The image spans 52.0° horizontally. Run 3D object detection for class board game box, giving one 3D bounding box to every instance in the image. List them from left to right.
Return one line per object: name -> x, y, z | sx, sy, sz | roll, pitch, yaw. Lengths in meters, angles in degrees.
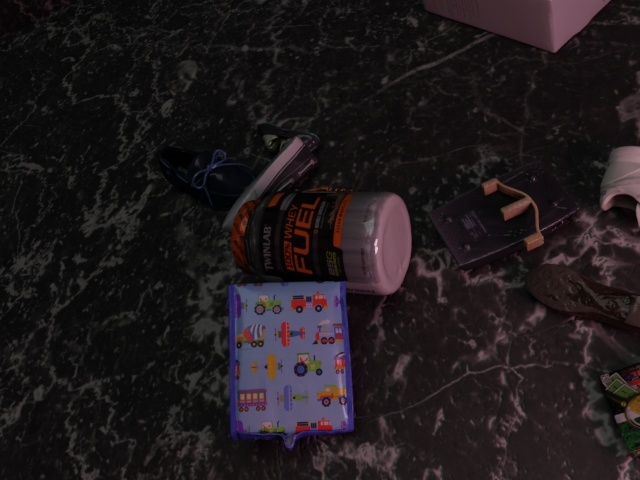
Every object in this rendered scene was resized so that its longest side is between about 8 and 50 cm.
board game box -> 0.568, 0.222, 0.981 | 0.259, 0.030, 0.136 | -27, 44, 22

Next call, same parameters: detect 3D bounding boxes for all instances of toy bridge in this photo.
toy bridge -> 0.380, -0.062, 1.269 | 0.063, 0.026, 0.188 | -25, 47, 1

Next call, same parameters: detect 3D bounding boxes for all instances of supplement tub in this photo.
supplement tub -> 0.000, 0.000, 1.349 | 0.337, 0.207, 0.207 | 2, 55, 27

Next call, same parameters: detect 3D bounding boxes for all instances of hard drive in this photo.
hard drive -> 0.364, -0.045, 1.319 | 0.254, 0.054, 0.172 | -26, 47, 3

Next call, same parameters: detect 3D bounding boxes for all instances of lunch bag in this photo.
lunch bag -> -0.057, 0.233, 1.208 | 0.220, 0.138, 0.293 | -1, 63, -4

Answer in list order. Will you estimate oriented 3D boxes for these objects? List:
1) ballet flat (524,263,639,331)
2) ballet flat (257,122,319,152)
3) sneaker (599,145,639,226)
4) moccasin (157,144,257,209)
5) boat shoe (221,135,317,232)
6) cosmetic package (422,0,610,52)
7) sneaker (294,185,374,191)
ballet flat -> 0.480, 0.103, 1.152 | 0.249, 0.058, 0.084 | 17, 84, 40
ballet flat -> -0.098, -0.257, 1.697 | 0.203, 0.074, 0.074 | 18, 62, 32
sneaker -> 0.661, -0.074, 1.188 | 0.305, 0.114, 0.152 | 18, 77, 40
moccasin -> -0.303, -0.166, 1.683 | 0.341, 0.117, 0.138 | 13, 60, 32
boat shoe -> -0.113, -0.115, 1.565 | 0.301, 0.102, 0.108 | -53, 14, -28
cosmetic package -> 0.486, -0.672, 1.699 | 0.230, 0.161, 0.453 | -43, 49, -12
sneaker -> 0.029, -0.085, 1.489 | 0.214, 0.083, 0.084 | -8, 49, 18
